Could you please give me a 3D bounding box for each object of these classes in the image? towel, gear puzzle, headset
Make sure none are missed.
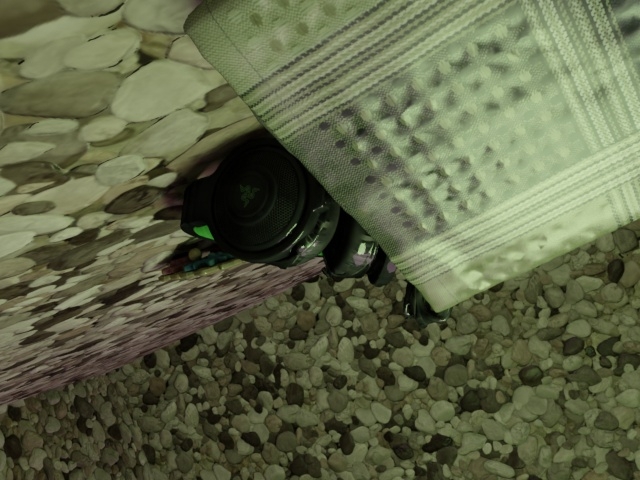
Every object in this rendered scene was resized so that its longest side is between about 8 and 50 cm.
[{"bbox_3d":[0.131,-0.111,0.385,0.324,0.056,0.312,-30,131,18],"label":"towel"},{"bbox_3d":[-0.109,0.003,1.146,0.339,0.044,0.176,-18,-175,-39],"label":"gear puzzle"},{"bbox_3d":[0.000,0.000,0.701,0.244,0.185,0.394,12,168,-33],"label":"headset"}]
